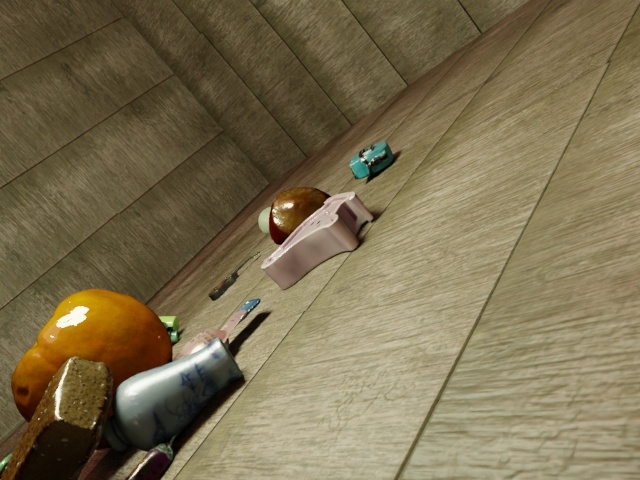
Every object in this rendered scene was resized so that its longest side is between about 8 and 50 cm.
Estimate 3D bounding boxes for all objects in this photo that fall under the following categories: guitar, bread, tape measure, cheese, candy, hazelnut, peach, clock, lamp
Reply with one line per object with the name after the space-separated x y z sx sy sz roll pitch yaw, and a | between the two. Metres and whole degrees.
-0.291 0.118 2.013 0.233 0.025 0.088 -44 12 -18 | guitar
-0.497 0.404 1.070 0.416 0.113 0.165 -55 28 25 | bread
0.157 -0.242 1.775 0.125 0.081 0.146 -26 16 17 | tape measure
-0.239 0.230 1.303 0.286 0.074 0.189 -47 14 -26 | cheese
-0.289 0.387 0.970 0.045 0.043 0.175 -28 13 40 | candy
-0.047 -0.068 1.657 0.201 0.160 0.170 -5 23 -8 | hazelnut
-0.482 0.283 1.298 0.343 0.301 0.343 -52 14 18 | peach
0.000 0.000 1.383 0.275 0.080 0.290 -44 11 -13 | clock
-0.150 -0.069 2.093 0.106 0.106 0.193 -45 22 -21 | lamp

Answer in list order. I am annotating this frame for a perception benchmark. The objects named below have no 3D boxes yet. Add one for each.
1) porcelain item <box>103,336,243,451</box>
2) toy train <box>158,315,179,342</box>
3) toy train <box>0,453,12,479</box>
-0.273 0.284 1.078 0.259 0.141 0.141 -35 11 -8 | porcelain item
-0.569 0.286 1.869 0.253 0.105 0.157 -1 15 -1 | toy train
-0.743 0.602 1.379 0.285 0.116 0.177 -56 8 -6 | toy train
